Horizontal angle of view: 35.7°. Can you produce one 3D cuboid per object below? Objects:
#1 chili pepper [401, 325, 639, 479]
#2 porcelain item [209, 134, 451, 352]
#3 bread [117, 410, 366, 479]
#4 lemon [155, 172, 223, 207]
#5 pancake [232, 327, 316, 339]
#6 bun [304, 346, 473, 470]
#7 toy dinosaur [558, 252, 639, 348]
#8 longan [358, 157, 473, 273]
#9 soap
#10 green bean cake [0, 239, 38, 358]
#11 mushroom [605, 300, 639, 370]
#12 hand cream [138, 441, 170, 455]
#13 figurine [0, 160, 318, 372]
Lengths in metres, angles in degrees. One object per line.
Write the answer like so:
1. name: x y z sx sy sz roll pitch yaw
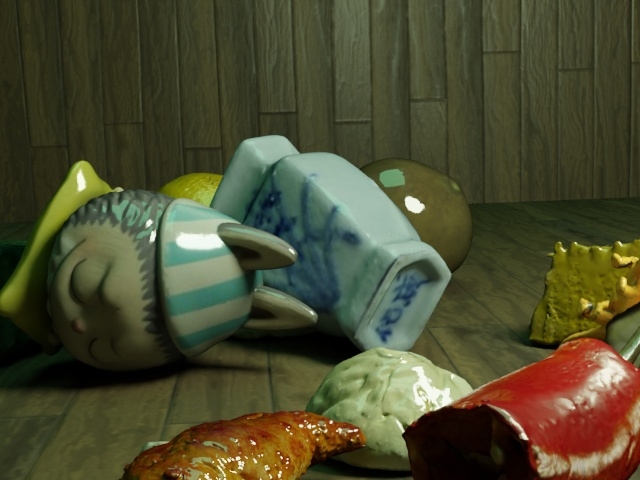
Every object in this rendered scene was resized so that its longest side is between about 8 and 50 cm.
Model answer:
1. chili pepper: 0.224 0.159 0.881 0.338 0.131 0.134 -16 -9 -46
2. porcelain item: 0.000 0.000 1.475 0.178 0.242 0.405 18 14 -42
3. bread: -0.076 0.191 0.848 0.139 0.095 0.269 0 13 29
4. lemon: -0.211 -0.012 1.852 0.263 0.236 0.236 25 17 17
5. pancake: -0.076 0.116 1.592 0.254 0.037 0.253 -1 8 0
6. bun: 0.069 0.161 1.008 0.183 0.102 0.183 -5 9 1
7. toy dinosaur: 0.389 0.088 1.237 0.117 0.070 0.288 12 -36 -3
8. longan: 0.148 -0.032 1.843 0.258 0.258 0.258 -2 8 0
9. soap: 0.461 0.078 1.281 0.339 0.169 0.304 -2 -2 -1
10. green bean cake: -0.565 0.090 1.439 0.308 0.169 0.300 1 7 22
11. mushroom: 0.463 0.128 1.110 0.173 0.162 0.236 18 -39 -25
12. hand cream: -0.109 0.210 0.965 0.143 0.039 0.061 3 -3 -37
13. figurine: -0.182 0.086 1.356 0.378 0.266 0.361 19 -4 18
